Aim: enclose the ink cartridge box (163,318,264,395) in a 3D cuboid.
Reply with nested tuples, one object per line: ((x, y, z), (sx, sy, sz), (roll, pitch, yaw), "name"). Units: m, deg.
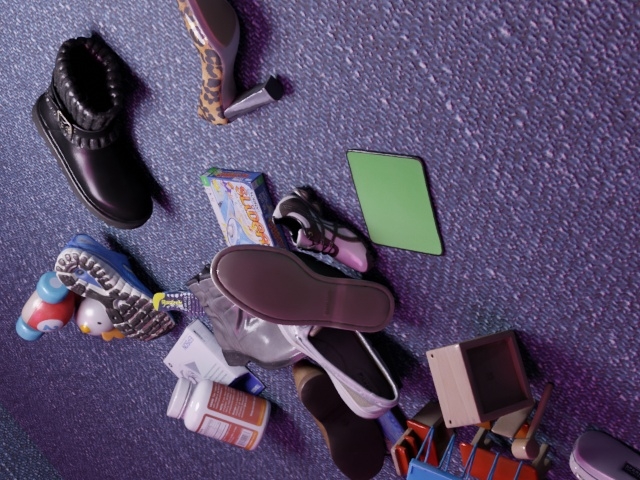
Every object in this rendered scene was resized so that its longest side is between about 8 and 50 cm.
((-0.255, 0.314, 2.211), (0.224, 0.045, 0.223), (44, 143, 4), "ink cartridge box")

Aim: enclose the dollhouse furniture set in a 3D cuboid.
((0.273, 0.394, 1.682), (0.259, 0.135, 0.262), (13, 132, 37), "dollhouse furniture set")

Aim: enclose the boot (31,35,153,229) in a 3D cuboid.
((-0.419, -0.197, 1.823), (0.348, 0.131, 0.260), (51, 144, -6), "boot")

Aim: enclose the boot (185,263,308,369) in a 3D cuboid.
((-0.139, 0.138, 1.881), (0.338, 0.118, 0.223), (-13, 109, 45), "boot")

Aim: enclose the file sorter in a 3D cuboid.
((0.239, 0.403, 1.572), (0.170, 0.104, 0.118), (19, 133, 16), "file sorter")

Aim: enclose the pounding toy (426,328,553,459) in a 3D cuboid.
((0.285, 0.256, 1.524), (0.094, 0.181, 0.206), (-24, 78, 53), "pounding toy")

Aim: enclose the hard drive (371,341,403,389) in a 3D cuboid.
((0.091, 0.250, 1.806), (0.135, 0.022, 0.094), (-21, 93, 51), "hard drive")

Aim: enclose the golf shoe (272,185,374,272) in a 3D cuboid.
((0.000, 0.000, 1.624), (0.198, 0.094, 0.077), (40, 142, 7), "golf shoe")

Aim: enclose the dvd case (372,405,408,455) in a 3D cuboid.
((0.083, 0.375, 1.950), (0.253, 0.022, 0.180), (-19, 110, 51), "dvd case")

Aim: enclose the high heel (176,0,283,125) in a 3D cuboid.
((-0.201, -0.302, 1.533), (0.186, 0.093, 0.261), (-14, 122, 43), "high heel")

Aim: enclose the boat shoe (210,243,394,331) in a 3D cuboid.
((-0.042, 0.082, 1.628), (0.113, 0.340, 0.127), (-173, 93, -67), "boat shoe")

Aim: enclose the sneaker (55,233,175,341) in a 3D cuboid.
((-0.452, 0.099, 2.156), (0.129, 0.147, 0.330), (-31, 120, 21), "sneaker")

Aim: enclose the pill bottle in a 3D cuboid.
((-0.231, 0.386, 2.128), (0.216, 0.121, 0.121), (22, 145, -10), "pill bottle")

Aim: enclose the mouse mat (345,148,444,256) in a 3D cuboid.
((0.120, -0.060, 1.519), (0.152, 0.007, 0.190), (11, 132, 39), "mouse mat")

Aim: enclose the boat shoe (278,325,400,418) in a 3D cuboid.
((0.027, 0.183, 1.718), (0.320, 0.118, 0.103), (53, 155, 9), "boat shoe")

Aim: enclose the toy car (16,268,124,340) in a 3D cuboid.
((-0.580, 0.174, 2.295), (0.238, 0.210, 0.219), (35, 132, -6), "toy car")

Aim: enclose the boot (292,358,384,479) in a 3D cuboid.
((0.036, 0.361, 1.911), (0.305, 0.112, 0.115), (61, 171, -26), "boot")

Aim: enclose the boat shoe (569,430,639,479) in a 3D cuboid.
((0.515, 0.415, 1.498), (0.267, 0.096, 0.088), (31, 145, 22), "boat shoe")

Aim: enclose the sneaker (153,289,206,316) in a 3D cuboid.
((-0.299, 0.135, 2.087), (0.144, 0.059, 0.053), (7, 97, 24), "sneaker")

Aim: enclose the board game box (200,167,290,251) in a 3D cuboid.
((-0.137, -0.039, 1.770), (0.136, 0.035, 0.201), (9, 130, 40), "board game box")
